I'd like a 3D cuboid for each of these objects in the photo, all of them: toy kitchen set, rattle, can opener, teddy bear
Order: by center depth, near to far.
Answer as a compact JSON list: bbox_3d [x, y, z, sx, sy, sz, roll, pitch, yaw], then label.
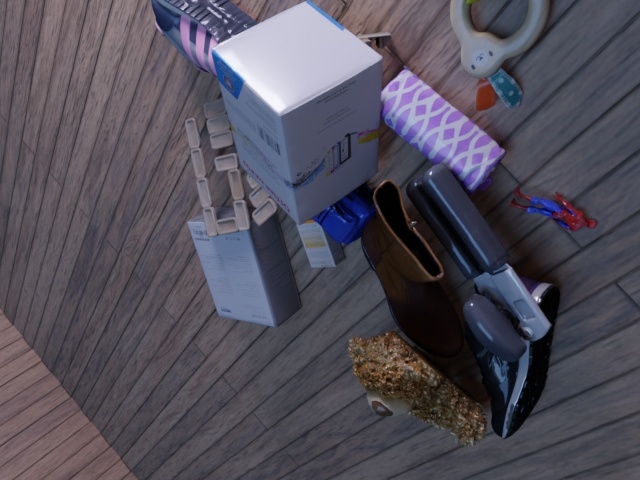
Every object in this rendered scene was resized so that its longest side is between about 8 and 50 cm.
[{"bbox_3d":[0.205,-0.244,0.724,0.130,0.143,0.200,14,119,11],"label":"rattle"},{"bbox_3d":[0.207,0.034,0.804,0.284,0.095,0.076,54,146,-1],"label":"can opener"},{"bbox_3d":[0.071,-0.266,0.871,0.068,0.083,0.075,-9,116,-2],"label":"toy kitchen set"},{"bbox_3d":[0.159,0.248,0.962,0.245,0.338,0.113,40,90,20],"label":"teddy bear"}]

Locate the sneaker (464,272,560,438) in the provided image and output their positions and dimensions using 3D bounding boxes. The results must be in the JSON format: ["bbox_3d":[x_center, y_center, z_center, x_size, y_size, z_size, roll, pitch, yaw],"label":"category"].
[{"bbox_3d":[0.292,0.177,0.940,0.124,0.107,0.284,22,120,39],"label":"sneaker"}]

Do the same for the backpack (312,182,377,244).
[{"bbox_3d":[0.031,-0.065,0.998,0.120,0.101,0.098,47,129,13],"label":"backpack"}]

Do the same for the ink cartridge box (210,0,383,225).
[{"bbox_3d":[-0.026,-0.179,0.857,0.171,0.168,0.233,47,160,28],"label":"ink cartridge box"}]

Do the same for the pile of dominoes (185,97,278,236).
[{"bbox_3d":[-0.159,-0.141,1.106,0.195,0.040,0.252,-6,97,37],"label":"pile of dominoes"}]

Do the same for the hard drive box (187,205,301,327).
[{"bbox_3d":[-0.158,0.052,1.230,0.181,0.089,0.232,4,117,38],"label":"hard drive box"}]

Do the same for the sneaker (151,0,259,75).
[{"bbox_3d":[-0.168,-0.328,1.019,0.319,0.112,0.131,46,152,12],"label":"sneaker"}]

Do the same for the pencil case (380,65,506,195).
[{"bbox_3d":[0.167,-0.155,0.845,0.206,0.086,0.088,45,169,12],"label":"pencil case"}]

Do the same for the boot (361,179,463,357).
[{"bbox_3d":[0.155,0.056,0.869,0.280,0.096,0.264,96,150,-79],"label":"boot"}]

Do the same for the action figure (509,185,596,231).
[{"bbox_3d":[0.326,-0.042,0.817,0.115,0.030,0.038,27,135,19],"label":"action figure"}]

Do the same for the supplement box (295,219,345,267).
[{"bbox_3d":[0.000,0.000,1.105,0.062,0.036,0.099,-4,112,41],"label":"supplement box"}]
